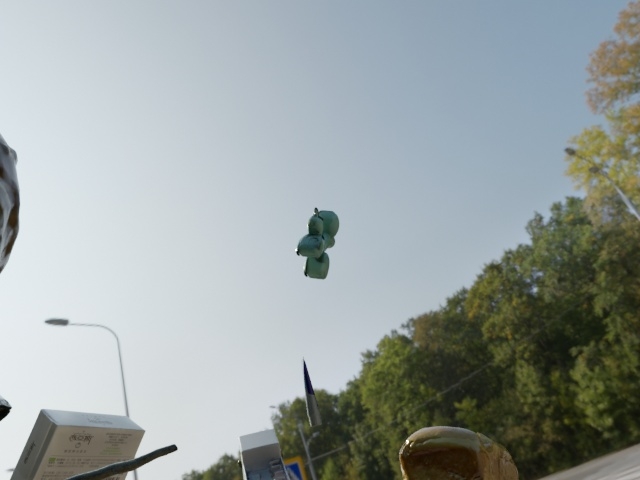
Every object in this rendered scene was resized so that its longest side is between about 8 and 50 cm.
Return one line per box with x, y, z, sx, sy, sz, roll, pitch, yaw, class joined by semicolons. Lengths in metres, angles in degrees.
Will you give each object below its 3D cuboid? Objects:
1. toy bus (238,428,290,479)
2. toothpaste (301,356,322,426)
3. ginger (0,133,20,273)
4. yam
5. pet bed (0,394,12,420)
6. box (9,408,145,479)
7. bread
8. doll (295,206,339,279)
-0.114;0.530;1.070;0.113;0.139;0.301;-9;1;-14;toy bus
-0.014;0.187;0.616;0.015;0.083;0.024;-9;-25;-13;toothpaste
-0.344;-0.024;0.293;0.357;0.274;0.152;14;-25;4;ginger
-0.409;0.463;1.009;0.234;0.027;0.029;-10;-25;-27;yam
-0.745;0.325;0.961;0.183;0.159;0.211;-44;-6;-25;pet bed
-0.613;0.552;1.269;0.260;0.111;0.194;33;-105;-47;box
0.269;0.440;0.948;0.167;0.132;0.294;-5;-31;32;bread
0.000;0.000;1.072;0.059;0.158;0.159;6;-26;16;doll
